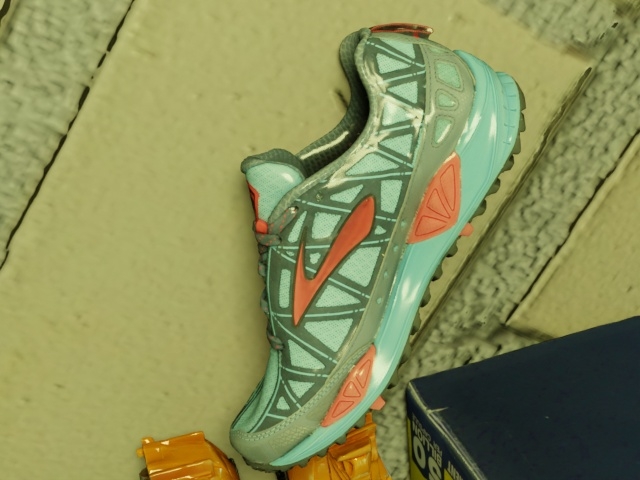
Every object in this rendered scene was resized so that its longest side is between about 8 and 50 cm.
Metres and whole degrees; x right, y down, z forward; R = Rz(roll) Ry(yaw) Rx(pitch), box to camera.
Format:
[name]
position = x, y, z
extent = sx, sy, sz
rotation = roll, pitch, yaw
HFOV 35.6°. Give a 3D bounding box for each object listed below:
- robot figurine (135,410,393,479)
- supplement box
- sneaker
[robot figurine]
position = -0.026, 0.242, 0.672
extent = 0.211, 0.085, 0.291
rotation = -14, 119, -12
[supplement box]
position = 0.190, 0.268, 0.701
extent = 0.195, 0.194, 0.357
rotation = -14, 119, -14
[sneaker]
position = 0.000, 0.000, 0.560
extent = 0.125, 0.104, 0.262
rotation = 28, 91, -17
